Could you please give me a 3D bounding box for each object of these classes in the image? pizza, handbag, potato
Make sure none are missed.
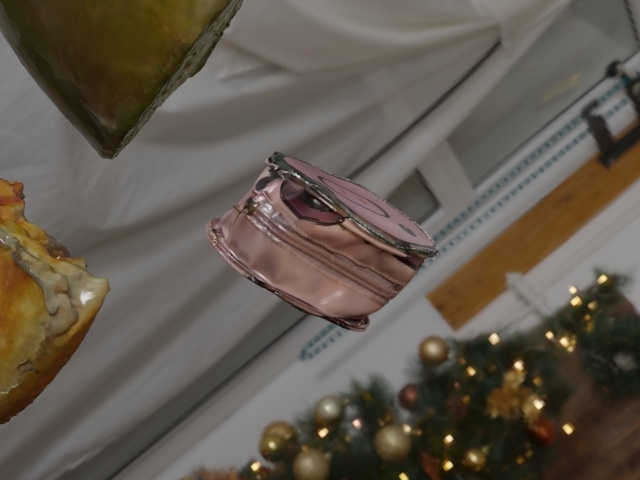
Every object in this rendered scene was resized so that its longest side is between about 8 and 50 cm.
[{"bbox_3d":[-0.173,-0.006,0.445,0.053,0.201,0.193,-16,91,-59],"label":"pizza"},{"bbox_3d":[0.001,-0.001,1.047,0.205,0.116,0.179,28,12,-25],"label":"handbag"},{"bbox_3d":[-0.171,-0.236,0.720,0.280,0.212,0.330,42,-38,-8],"label":"potato"}]
